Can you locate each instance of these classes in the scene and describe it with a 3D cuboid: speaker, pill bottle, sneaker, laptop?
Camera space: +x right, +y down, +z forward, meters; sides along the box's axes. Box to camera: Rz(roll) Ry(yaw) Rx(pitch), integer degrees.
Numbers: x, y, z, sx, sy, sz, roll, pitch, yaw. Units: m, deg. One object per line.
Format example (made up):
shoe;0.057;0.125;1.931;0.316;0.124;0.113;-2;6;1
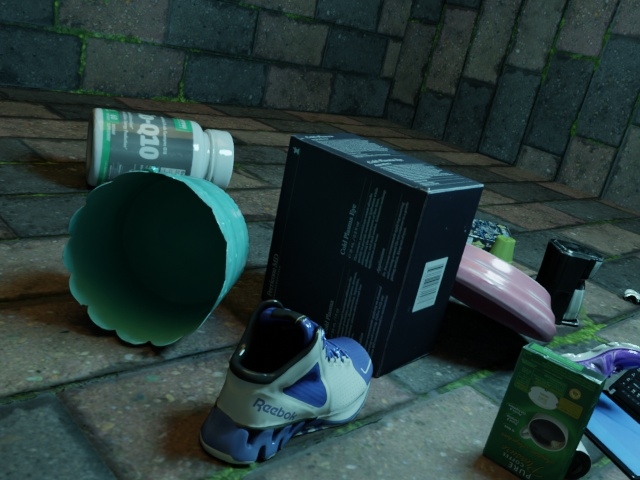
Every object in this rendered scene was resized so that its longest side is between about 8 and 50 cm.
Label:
speaker;0.364;0.301;0.973;0.055;0.055;0.136;13;20;-2
pill bottle;-0.431;-0.230;1.706;0.361;0.204;0.204;3;22;-26
sneaker;-0.021;0.171;0.892;0.128;0.182;0.316;27;24;31
laptop;0.571;0.266;1.079;0.136;0.264;0.234;45;4;-30
sneaker;0.490;0.233;1.122;0.170;0.068;0.071;-18;41;15
sneaker;0.872;0.163;1.736;0.083;0.031;0.037;17;33;25

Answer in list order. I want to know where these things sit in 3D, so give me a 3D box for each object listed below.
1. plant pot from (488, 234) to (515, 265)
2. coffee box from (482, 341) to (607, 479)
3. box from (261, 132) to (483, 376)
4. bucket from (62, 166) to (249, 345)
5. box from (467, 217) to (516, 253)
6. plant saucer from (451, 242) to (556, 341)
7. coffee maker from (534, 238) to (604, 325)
plant pot;0.512;0.029;1.790;0.083;0.079;0.083;12;19;-4
coffee box;0.310;0.248;0.892;0.113;0.184;0.040;25;19;33
box;0.080;0.009;1.166;0.313;0.343;0.179;29;26;36
bucket;-0.257;0.016;1.052;0.281;0.281;0.183;15;10;5
box;0.491;-0.015;1.941;0.175;0.051;0.220;15;19;4
plant saucer;0.329;0.087;1.288;0.332;0.084;0.332;31;-4;3
coffee maker;0.550;0.095;1.480;0.171;0.178;0.120;2;21;-29
